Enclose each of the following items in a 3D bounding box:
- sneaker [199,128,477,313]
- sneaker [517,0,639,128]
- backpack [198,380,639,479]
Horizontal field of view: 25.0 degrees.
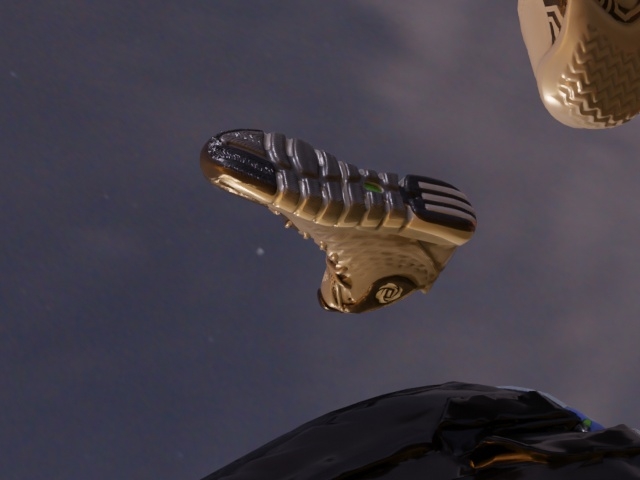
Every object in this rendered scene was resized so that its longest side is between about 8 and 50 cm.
[{"bbox_3d":[0.000,0.000,1.154,0.229,0.086,0.132,16,-54,-13],"label":"sneaker"},{"bbox_3d":[0.123,-0.240,0.920,0.137,0.210,0.365,8,-100,-41],"label":"sneaker"},{"bbox_3d":[0.000,0.201,0.574,0.355,0.290,0.273,-42,-67,-12],"label":"backpack"}]
